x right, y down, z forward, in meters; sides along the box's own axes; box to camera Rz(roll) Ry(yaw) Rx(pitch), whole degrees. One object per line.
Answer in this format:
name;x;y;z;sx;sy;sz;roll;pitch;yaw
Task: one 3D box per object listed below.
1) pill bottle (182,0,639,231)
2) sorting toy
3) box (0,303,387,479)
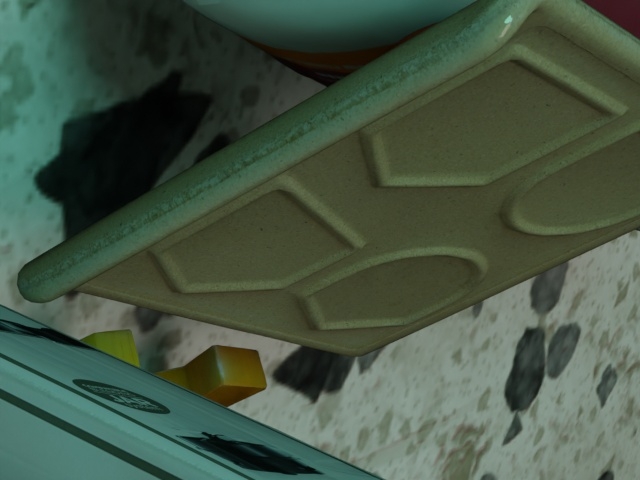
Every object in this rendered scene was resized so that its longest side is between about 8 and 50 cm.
pill bottle;0.110;-0.131;0.674;0.392;0.224;0.224;22;89;-55
sorting toy;0.000;0.000;0.589;0.229;0.307;0.041;13;56;-53
box;-0.099;0.111;0.463;0.087;0.290;0.169;13;94;-56
